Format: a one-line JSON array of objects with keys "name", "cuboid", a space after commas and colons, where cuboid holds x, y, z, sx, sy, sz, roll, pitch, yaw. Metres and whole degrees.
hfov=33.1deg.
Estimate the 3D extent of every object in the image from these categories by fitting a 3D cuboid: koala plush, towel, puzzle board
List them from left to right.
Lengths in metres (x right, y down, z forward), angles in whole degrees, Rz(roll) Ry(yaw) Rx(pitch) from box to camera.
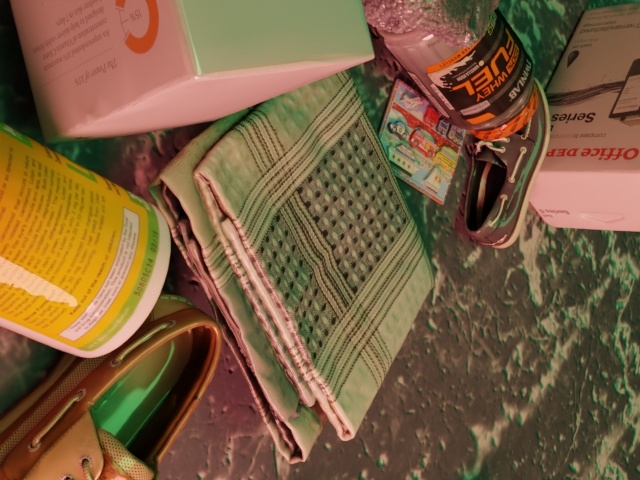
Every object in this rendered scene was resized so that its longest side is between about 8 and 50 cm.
[{"name": "towel", "cuboid": [0.000, 0.000, 1.016, 0.324, 0.056, 0.312, -50, 124, -47]}, {"name": "koala plush", "cuboid": [0.042, -0.265, 0.987, 0.203, 0.221, 0.196, 20, 78, -64]}, {"name": "puzzle board", "cuboid": [0.112, -0.107, 1.190, 0.128, 0.011, 0.096, 28, 74, -39]}]

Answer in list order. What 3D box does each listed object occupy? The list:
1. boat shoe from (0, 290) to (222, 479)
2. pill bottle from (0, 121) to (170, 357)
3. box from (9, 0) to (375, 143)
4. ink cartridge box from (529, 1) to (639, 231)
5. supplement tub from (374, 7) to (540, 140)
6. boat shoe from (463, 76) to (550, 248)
[{"name": "boat shoe", "cuboid": [-0.191, 0.174, 0.861, 0.122, 0.120, 0.324, 46, 63, -34]}, {"name": "pill bottle", "cuboid": [-0.243, -0.015, 0.790, 0.245, 0.136, 0.136, 31, 73, -40]}, {"name": "box", "cuboid": [-0.125, -0.266, 0.789, 0.168, 0.215, 0.345, -14, 92, -40]}, {"name": "ink cartridge box", "cuboid": [0.378, -0.154, 1.301, 0.115, 0.198, 0.273, 44, 64, -35]}, {"name": "supplement tub", "cuboid": [0.152, -0.197, 1.145, 0.190, 0.117, 0.117, 41, 66, -40]}, {"name": "boat shoe", "cuboid": [0.210, -0.095, 1.238, 0.065, 0.075, 0.206, 11, 90, -45]}]
